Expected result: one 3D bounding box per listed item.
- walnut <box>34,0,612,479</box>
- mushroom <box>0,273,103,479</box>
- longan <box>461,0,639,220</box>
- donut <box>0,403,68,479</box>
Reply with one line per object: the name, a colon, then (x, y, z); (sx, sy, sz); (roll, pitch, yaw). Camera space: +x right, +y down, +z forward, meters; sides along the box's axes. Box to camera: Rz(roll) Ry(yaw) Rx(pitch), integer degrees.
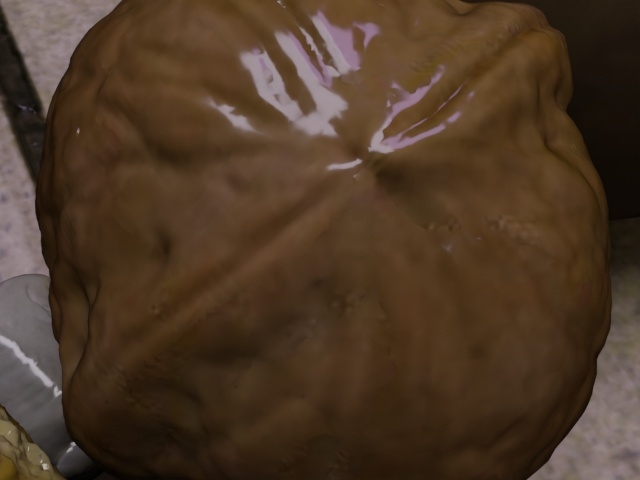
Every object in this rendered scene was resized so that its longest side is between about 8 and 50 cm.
walnut: (0.000, 0.000, 0.552); (0.228, 0.228, 0.228); (1, 52, -1)
mushroom: (-0.193, 0.087, 0.649); (0.278, 0.096, 0.099); (-14, 41, -2)
longan: (0.124, -0.169, 0.728); (0.319, 0.319, 0.319); (1, 52, -1)
donut: (-0.230, 0.038, 0.560); (0.151, 0.112, 0.295); (-40, 51, -11)
